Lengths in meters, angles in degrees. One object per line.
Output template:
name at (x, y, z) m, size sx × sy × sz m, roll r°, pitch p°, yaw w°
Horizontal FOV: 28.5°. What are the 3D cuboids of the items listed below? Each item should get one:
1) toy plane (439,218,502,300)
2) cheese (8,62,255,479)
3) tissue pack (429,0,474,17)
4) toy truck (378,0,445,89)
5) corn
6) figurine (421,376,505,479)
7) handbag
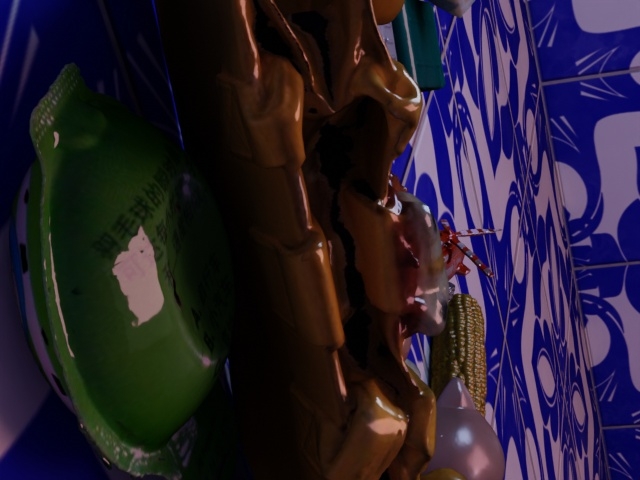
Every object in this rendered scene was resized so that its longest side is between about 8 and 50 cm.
toy plane at (0.115, 0.039, 1.329) m, size 0.194 × 0.126 × 0.077 m, roll -69°, pitch 176°, yaw -59°
cheese at (-0.088, 0.059, 0.682) m, size 0.204 × 0.083 × 0.320 m, roll -76°, pitch 155°, yaw -57°
tissue pack at (0.045, -0.363, 1.035) m, size 0.228 × 0.128 × 0.311 m, roll 42°, pitch -10°, yaw 36°
toy truck at (0.029, -0.161, 1.087) m, size 0.253 × 0.124 × 0.114 m, roll -24°, pitch 105°, yaw -74°
corn at (0.163, 0.154, 1.486) m, size 0.068 × 0.068 × 0.207 m, roll 63°, pitch 28°, yaw -49°
figurine at (0.121, 0.220, 1.256) m, size 0.138 × 0.125 × 0.125 m, roll 63°, pitch 24°, yaw -21°
handbag at (0.000, 0.000, 0.738) m, size 0.283 × 0.133 × 0.401 m, roll -129°, pitch -151°, yaw -75°
